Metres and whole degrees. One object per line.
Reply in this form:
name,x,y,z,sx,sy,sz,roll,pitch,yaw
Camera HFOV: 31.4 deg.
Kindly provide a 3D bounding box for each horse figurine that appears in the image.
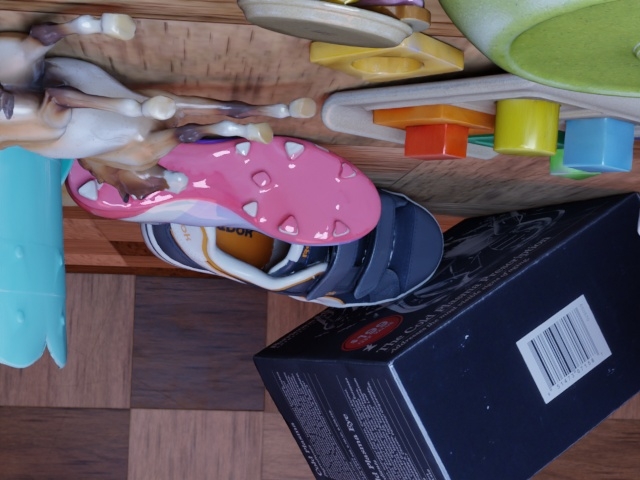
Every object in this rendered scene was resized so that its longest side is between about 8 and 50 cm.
horse figurine,-0.127,-0.073,0.643,0.174,0.066,0.263,-2,173,31

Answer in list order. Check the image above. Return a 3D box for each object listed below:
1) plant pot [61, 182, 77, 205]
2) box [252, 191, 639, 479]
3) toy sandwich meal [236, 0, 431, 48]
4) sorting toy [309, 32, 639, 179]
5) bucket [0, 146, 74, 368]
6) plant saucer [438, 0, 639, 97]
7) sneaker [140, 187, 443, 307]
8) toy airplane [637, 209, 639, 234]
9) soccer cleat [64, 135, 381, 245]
plant pot,-0.278,-0.060,1.023,0.236,0.032,0.236,2,175,0
box,0.157,0.115,1.214,0.343,0.179,0.312,-31,-171,-26
toy sandwich meal,0.006,-0.103,0.490,0.085,0.029,0.085,10,-177,0
sorting toy,0.125,-0.069,0.715,0.348,0.047,0.196,6,173,-40
bucket,-0.298,-0.008,0.770,0.281,0.183,0.281,2,176,0
plant saucer,0.165,-0.095,0.473,0.241,0.037,0.241,1,175,0
sneaker,0.000,0.000,1.082,0.321,0.126,0.127,4,177,-28
toy airplane,0.385,0.050,0.679,0.384,0.272,0.386,-11,154,14
soccer cleat,-0.077,-0.041,0.903,0.248,0.083,0.095,5,175,-6
